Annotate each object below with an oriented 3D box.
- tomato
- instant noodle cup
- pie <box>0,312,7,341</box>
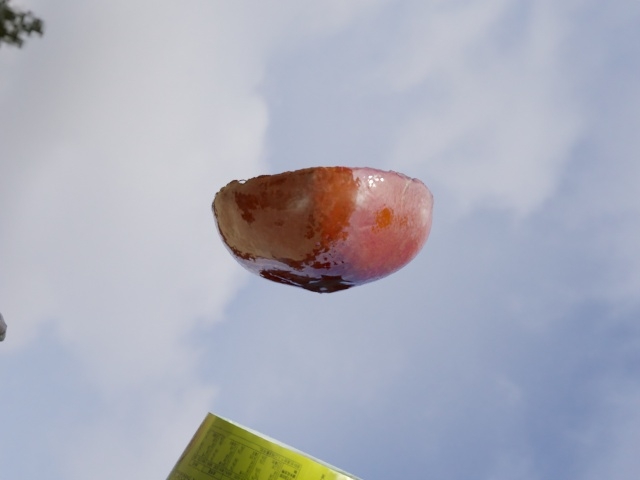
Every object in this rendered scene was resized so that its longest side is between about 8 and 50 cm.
[{"bbox_3d":[0.000,0.000,0.805,0.155,0.156,0.069,-18,-111,50],"label":"tomato"},{"bbox_3d":[-0.061,0.333,1.262,0.311,0.311,0.221,13,-105,56],"label":"instant noodle cup"},{"bbox_3d":[-0.377,0.019,0.790,0.274,0.257,0.105,63,-13,8],"label":"pie"}]
